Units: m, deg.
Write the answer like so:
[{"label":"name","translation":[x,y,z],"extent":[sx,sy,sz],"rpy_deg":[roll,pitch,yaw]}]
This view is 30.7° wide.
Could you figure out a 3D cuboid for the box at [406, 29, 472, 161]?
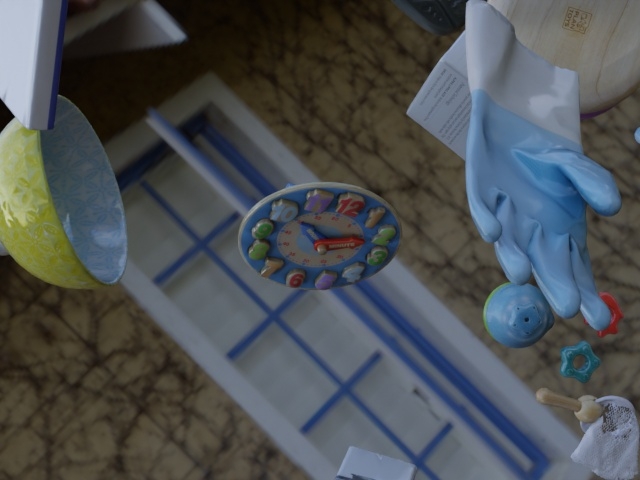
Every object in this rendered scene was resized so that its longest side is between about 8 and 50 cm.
[{"label":"box","translation":[0.233,-0.234,1.611],"extent":[0.181,0.119,0.182],"rpy_deg":[-52,-2,-22]}]

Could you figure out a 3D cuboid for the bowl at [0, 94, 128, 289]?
[{"label":"bowl","translation":[-0.412,-0.053,1.712],"extent":[0.156,0.290,0.289],"rpy_deg":[-16,3,10]}]

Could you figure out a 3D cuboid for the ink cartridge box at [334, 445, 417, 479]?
[{"label":"ink cartridge box","translation":[0.027,0.246,0.920],"extent":[0.150,0.063,0.109],"rpy_deg":[-50,-27,-71]}]

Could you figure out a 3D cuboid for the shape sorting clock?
[{"label":"shape sorting clock","translation":[0.000,0.000,1.460],"extent":[0.206,0.206,0.040],"rpy_deg":[-48,33,36]}]

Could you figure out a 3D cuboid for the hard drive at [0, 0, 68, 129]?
[{"label":"hard drive","translation":[-0.359,-0.323,1.439],"extent":[0.040,0.210,0.319],"rpy_deg":[-3,-62,-31]}]

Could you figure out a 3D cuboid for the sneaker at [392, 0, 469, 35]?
[{"label":"sneaker","translation":[0.063,-0.292,1.177],"extent":[0.087,0.227,0.130],"rpy_deg":[-44,-3,-8]}]

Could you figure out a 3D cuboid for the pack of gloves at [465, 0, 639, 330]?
[{"label":"pack of gloves","translation":[0.160,-0.024,0.579],"extent":[0.046,0.195,0.232],"rpy_deg":[-48,20,35]}]

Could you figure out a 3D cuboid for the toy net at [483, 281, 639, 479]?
[{"label":"toy net","translation":[0.267,0.132,1.185],"extent":[0.122,0.232,0.045],"rpy_deg":[-31,7,-4]}]

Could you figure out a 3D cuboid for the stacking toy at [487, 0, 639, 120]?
[{"label":"stacking toy","translation":[0.198,-0.143,1.063],"extent":[0.141,0.141,0.330],"rpy_deg":[-45,-7,-7]}]
